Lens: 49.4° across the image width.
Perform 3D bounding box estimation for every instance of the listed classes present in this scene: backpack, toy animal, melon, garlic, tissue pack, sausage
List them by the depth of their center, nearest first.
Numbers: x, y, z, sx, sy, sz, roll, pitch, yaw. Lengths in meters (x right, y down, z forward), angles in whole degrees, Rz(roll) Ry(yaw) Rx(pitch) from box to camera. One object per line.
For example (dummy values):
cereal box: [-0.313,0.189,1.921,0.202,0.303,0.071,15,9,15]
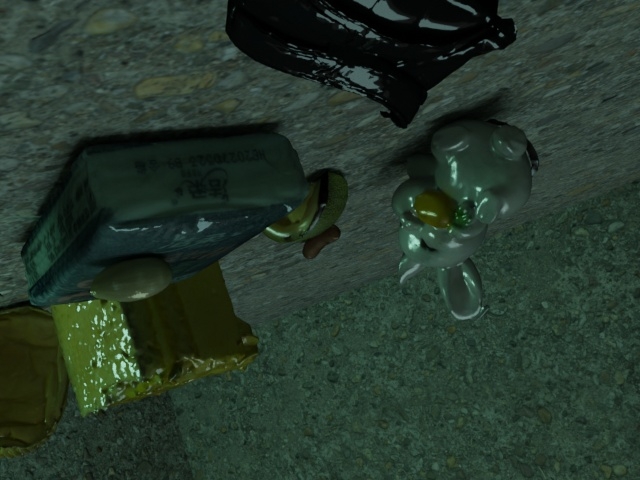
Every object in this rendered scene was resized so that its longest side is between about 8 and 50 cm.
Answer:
backpack: [0.025,-0.150,0.433,0.165,0.105,0.120,16,149,-34]
garlic: [-0.180,0.039,0.693,0.053,0.041,0.083,-18,176,42]
tissue pack: [-0.190,-0.014,0.793,0.228,0.103,0.316,-12,169,-37]
toy animal: [0.201,-0.039,1.021,0.154,0.209,0.325,-31,137,-31]
melon: [-0.011,-0.041,1.046,0.160,0.079,0.128,-27,166,40]
sausage: [0.000,0.000,1.406,0.043,0.043,0.186,-15,170,-20]

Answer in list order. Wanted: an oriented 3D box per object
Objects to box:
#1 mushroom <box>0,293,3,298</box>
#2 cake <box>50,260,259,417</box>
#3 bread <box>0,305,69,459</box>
mushroom: [-0.483,0.068,0.864,0.061,0.060,0.187,-33,169,32]
cake: [-0.259,0.141,1.169,0.222,0.227,0.286,-27,167,40]
bread: [-0.520,0.242,1.186,0.179,0.249,0.133,5,160,-15]
